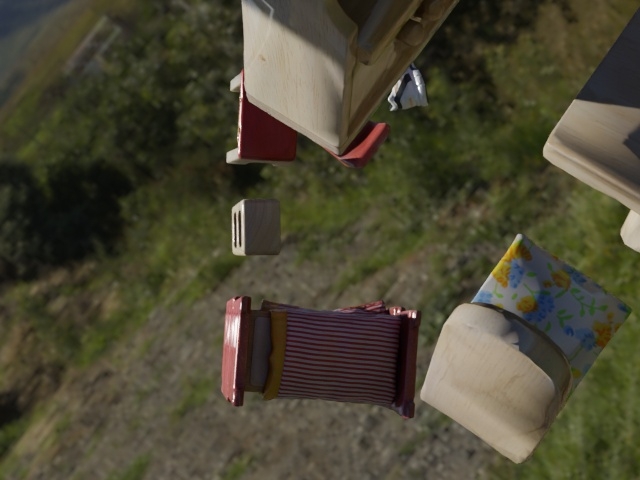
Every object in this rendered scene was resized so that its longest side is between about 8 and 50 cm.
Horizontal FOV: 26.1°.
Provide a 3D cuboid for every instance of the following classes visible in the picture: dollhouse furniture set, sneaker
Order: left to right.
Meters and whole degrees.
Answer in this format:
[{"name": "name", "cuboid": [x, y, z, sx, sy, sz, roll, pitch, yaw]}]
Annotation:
[{"name": "dollhouse furniture set", "cuboid": [0.000, 0.000, 1.522, 0.152, 0.201, 0.374, 169, 103, -81]}, {"name": "sneaker", "cuboid": [0.077, -0.175, 1.414, 0.044, 0.040, 0.109, -17, 47, 0]}, {"name": "dollhouse furniture set", "cuboid": [0.165, -0.092, 0.690, 0.362, 0.394, 0.256, -53, -13, -20]}]
